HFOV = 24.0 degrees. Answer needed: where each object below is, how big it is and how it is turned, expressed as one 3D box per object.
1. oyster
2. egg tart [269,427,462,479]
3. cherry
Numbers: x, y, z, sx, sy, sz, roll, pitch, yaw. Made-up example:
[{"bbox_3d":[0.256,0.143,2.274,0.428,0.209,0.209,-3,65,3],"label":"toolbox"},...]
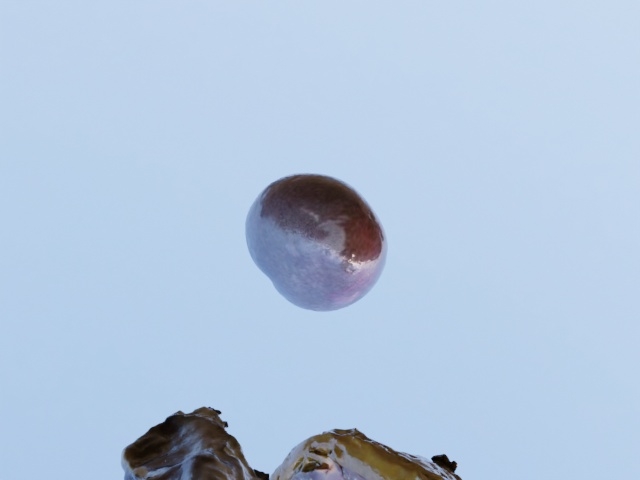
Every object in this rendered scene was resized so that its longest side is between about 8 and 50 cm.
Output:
[{"bbox_3d":[-0.121,0.222,1.041,0.094,0.166,0.294,45,-157,-33],"label":"oyster"},{"bbox_3d":[0.096,0.330,1.500,0.351,0.339,0.153,49,-133,1],"label":"egg tart"},{"bbox_3d":[-0.001,-0.003,1.704,0.176,0.176,0.140,31,-127,19],"label":"cherry"}]
